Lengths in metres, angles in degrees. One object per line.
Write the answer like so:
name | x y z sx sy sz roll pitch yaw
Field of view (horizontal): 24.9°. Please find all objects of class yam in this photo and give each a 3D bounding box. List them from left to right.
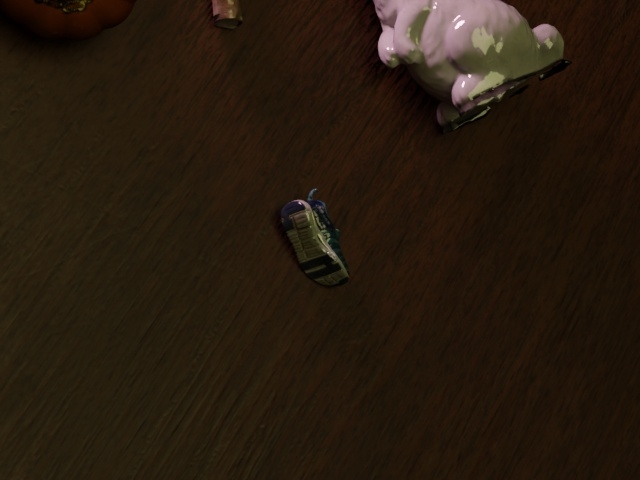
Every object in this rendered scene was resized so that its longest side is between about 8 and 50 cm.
yam | -0.145 -0.438 2.097 0.046 0.046 0.263 -2 81 -29

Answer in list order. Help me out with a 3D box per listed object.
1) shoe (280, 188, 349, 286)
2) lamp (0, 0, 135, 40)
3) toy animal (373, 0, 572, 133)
shoe | 0.000 0.000 2.077 0.071 0.064 0.143 -39 105 -48
lamp | -0.332 -0.370 1.894 0.223 0.196 0.223 -4 114 -9
toy animal | 0.183 -0.354 2.190 0.258 0.194 0.357 -27 85 -20
